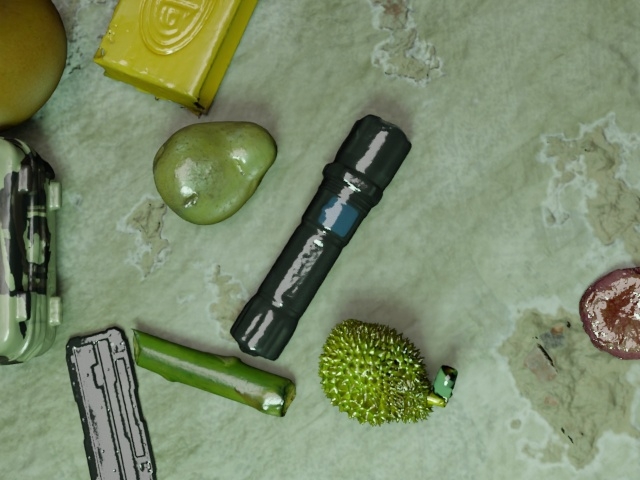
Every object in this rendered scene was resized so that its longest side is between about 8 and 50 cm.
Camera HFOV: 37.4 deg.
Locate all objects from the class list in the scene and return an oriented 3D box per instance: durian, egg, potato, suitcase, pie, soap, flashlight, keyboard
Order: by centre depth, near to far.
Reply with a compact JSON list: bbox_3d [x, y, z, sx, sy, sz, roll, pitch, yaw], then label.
[{"bbox_3d":[0.084,0.201,1.401,0.198,0.159,0.146,30,94,-24],"label":"durian"},{"bbox_3d":[0.473,0.111,1.439,0.153,0.038,0.154,-1,81,7],"label":"pie"},{"bbox_3d":[-0.574,0.021,1.464,0.339,0.194,0.352,-4,81,11],"label":"suitcase"},{"bbox_3d":[-0.569,-0.296,1.470,0.351,0.282,0.283,-11,79,13],"label":"egg"},{"bbox_3d":[-0.160,-0.117,1.474,0.194,0.157,0.157,-28,79,1],"label":"potato"},{"bbox_3d":[0.000,0.000,1.474,0.103,0.103,0.424,31,86,9],"label":"flashlight"},{"bbox_3d":[-0.328,0.270,1.487,0.106,0.016,0.262,-15,80,2],"label":"keyboard"},{"bbox_3d":[-0.221,-0.387,1.551,0.204,0.096,0.324,21,83,7],"label":"soap"}]

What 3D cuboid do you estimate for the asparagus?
[{"bbox_3d":[-0.174,0.204,1.464,0.277,0.060,0.067,15,92,8],"label":"asparagus"}]
